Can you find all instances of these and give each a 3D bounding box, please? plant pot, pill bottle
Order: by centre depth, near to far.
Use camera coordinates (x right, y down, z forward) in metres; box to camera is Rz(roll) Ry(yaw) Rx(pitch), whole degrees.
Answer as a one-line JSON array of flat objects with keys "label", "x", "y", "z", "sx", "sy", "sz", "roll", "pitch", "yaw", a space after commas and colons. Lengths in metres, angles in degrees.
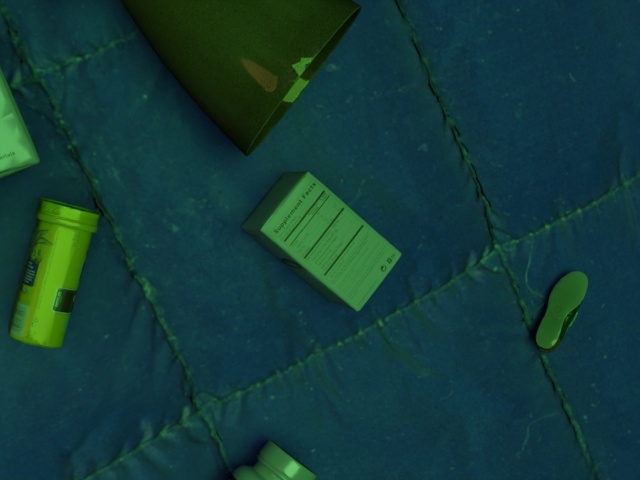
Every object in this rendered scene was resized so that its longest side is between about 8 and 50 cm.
[{"label": "plant pot", "x": -0.121, "y": -0.274, "z": 1.172, "sx": 0.254, "sy": 0.237, "sz": 0.237, "roll": 37, "pitch": 81, "yaw": -3}, {"label": "pill bottle", "x": -0.092, "y": 0.371, "z": 1.262, "sx": 0.112, "sy": 0.112, "sz": 0.186, "roll": 41, "pitch": 80, "yaw": -17}]

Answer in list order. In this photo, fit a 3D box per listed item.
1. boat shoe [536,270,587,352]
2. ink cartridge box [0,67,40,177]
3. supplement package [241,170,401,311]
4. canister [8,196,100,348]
[{"label": "boat shoe", "x": 0.375, "y": 0.112, "z": 1.448, "sx": 0.137, "sy": 0.049, "sz": 0.043, "roll": -62, "pitch": 151, "yaw": -9}, {"label": "ink cartridge box", "x": -0.440, "y": -0.203, "z": 1.047, "sx": 0.131, "sy": 0.226, "sz": 0.306, "roll": -25, "pitch": 100, "yaw": -18}, {"label": "supplement package", "x": 0.000, "y": 0.000, "z": 1.276, "sx": 0.179, "sy": 0.105, "sz": 0.105, "roll": 41, "pitch": 80, "yaw": -16}, {"label": "canister", "x": -0.332, "y": 0.038, "z": 1.152, "sx": 0.073, "sy": 0.126, "sz": 0.169, "roll": 15, "pitch": 90, "yaw": -20}]
